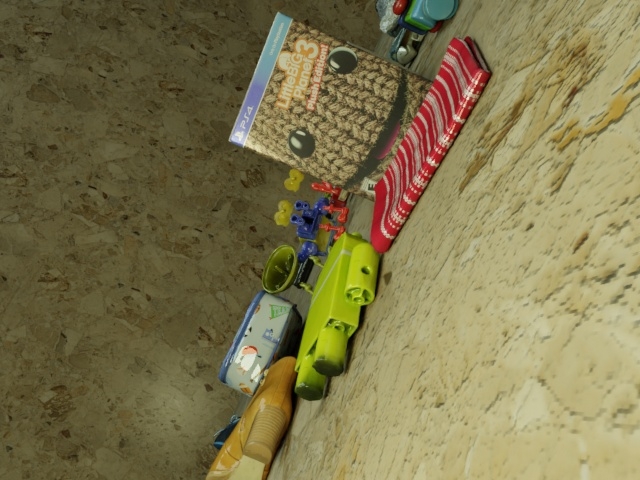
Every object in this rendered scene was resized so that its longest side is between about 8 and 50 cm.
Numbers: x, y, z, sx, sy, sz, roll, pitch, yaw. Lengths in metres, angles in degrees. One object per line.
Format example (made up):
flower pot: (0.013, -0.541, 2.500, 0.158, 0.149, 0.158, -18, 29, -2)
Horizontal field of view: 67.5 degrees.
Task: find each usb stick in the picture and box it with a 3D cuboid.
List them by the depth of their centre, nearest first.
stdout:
usb stick: (-0.029, 0.033, 1.644, 0.077, 0.045, 0.278, -44, -24, -86)

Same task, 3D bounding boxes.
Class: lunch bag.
lunch bag: (-0.129, 0.247, 1.147, 0.303, 0.114, 0.243, 85, -154, -73)

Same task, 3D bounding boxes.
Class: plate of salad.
plate of salad: (0.011, -0.126, 1.875, 0.200, 0.048, 0.200, -158, 90, -84)

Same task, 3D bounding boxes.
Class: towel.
towel: (0.139, -0.133, 0.667, 0.199, 0.031, 0.275, -77, 10, -55)

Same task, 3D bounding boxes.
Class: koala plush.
koala plush: (0.210, -0.612, 1.189, 0.196, 0.203, 0.221, -10, -66, -61)

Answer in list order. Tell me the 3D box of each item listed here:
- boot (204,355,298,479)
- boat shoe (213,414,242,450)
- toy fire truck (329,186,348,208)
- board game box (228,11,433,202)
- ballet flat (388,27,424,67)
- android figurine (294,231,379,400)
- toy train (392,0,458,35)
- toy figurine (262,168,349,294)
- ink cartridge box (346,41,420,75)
boot: (-0.124, 0.381, 0.960, 0.295, 0.104, 0.211, -58, 4, 35)
boat shoe: (-0.192, 0.498, 1.222, 0.258, 0.109, 0.089, -37, 20, 48)
toy fire truck: (0.073, -0.154, 1.347, 0.135, 0.047, 0.192, -79, 11, -58)
board game box: (0.016, -0.230, 0.880, 0.141, 0.291, 0.232, -103, 35, -81)
ballet flat: (0.219, -0.485, 1.158, 0.070, 0.070, 0.188, -73, 3, -45)
android figurine: (0.023, 0.101, 0.746, 0.273, 0.056, 0.248, -74, 8, -46)
toy train: (0.241, -0.527, 0.908, 0.143, 0.105, 0.248, -116, 47, -69)
toy figurine: (0.000, 0.000, 1.263, 0.217, 0.191, 0.363, 50, -128, -62)
ink cartridge box: (0.082, -0.271, 1.052, 0.171, 0.168, 0.233, -133, 65, -85)
